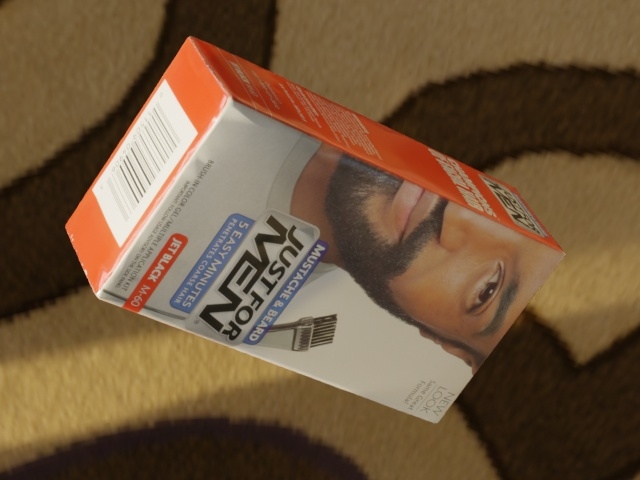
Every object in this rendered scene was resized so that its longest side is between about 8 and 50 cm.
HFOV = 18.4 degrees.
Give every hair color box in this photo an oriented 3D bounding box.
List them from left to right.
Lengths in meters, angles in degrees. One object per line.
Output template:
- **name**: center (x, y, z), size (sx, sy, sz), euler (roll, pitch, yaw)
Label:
- **hair color box**: center (0.000, 0.000, 0.755), size (0.167, 0.093, 0.053), euler (22, 22, -34)
